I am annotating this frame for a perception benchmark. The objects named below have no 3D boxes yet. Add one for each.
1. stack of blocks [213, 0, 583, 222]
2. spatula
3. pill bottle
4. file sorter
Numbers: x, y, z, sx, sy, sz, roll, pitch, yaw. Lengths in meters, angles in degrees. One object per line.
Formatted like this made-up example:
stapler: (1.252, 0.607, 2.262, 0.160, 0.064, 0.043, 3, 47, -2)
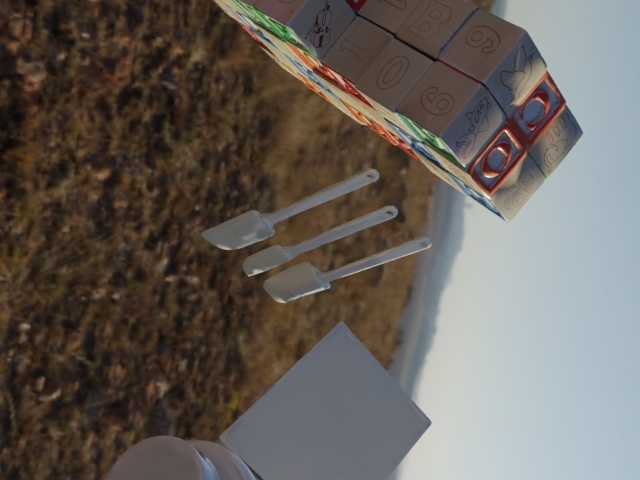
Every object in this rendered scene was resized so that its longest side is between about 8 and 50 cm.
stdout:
stack of blocks: (0.033, -0.150, 0.692, 0.087, 0.297, 0.171, -51, 140, 1)
spatula: (0.000, 0.000, 1.116, 0.168, 0.242, 0.019, 48, 35, -33)
pill bottle: (-0.083, 0.234, 0.737, 0.215, 0.117, 0.117, 58, 40, -49)
file sorter: (-0.024, 0.286, 1.280, 0.278, 0.193, 0.173, -39, 177, -44)
